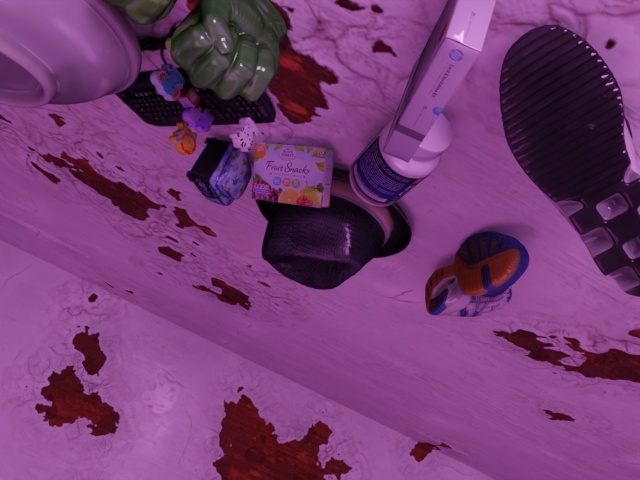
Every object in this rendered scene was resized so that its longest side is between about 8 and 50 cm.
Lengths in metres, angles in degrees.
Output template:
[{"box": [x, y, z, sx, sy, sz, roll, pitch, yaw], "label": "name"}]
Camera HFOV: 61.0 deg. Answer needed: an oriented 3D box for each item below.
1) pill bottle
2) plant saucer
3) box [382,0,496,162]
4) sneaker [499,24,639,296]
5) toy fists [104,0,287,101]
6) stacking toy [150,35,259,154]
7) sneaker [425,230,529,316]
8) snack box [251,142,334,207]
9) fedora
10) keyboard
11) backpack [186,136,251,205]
[{"box": [0.115, -0.120, 0.783, 0.094, 0.094, 0.169, 29, 154, -9], "label": "pill bottle"}, {"box": [-0.447, -0.269, 0.706, 0.401, 0.100, 0.400, 12, 166, 3], "label": "plant saucer"}, {"box": [0.128, -0.192, 0.579, 0.038, 0.145, 0.186, 22, 154, -1], "label": "box"}, {"box": [0.310, -0.097, 0.644, 0.123, 0.146, 0.330, -26, 105, 25], "label": "sneaker"}, {"box": [-0.152, -0.286, 0.640, 0.096, 0.142, 0.279, -5, 143, 45], "label": "toy fists"}, {"box": [-0.219, -0.220, 0.858, 0.167, 0.052, 0.221, 4, 148, 35], "label": "stacking toy"}, {"box": [0.308, 0.069, 1.000, 0.131, 0.111, 0.296, 10, 158, -12], "label": "sneaker"}, {"box": [-0.049, -0.113, 0.932, 0.141, 0.100, 0.037, 9, -172, 27], "label": "snack box"}, {"box": [0.000, 0.000, 1.042, 0.334, 0.152, 0.334, 19, 154, 10], "label": "fedora"}, {"box": [-0.237, -0.258, 0.894, 0.317, 0.033, 0.201, 5, 148, 32], "label": "keyboard"}, {"box": [-0.181, -0.121, 1.021, 0.084, 0.104, 0.114, 18, 159, 14], "label": "backpack"}]
